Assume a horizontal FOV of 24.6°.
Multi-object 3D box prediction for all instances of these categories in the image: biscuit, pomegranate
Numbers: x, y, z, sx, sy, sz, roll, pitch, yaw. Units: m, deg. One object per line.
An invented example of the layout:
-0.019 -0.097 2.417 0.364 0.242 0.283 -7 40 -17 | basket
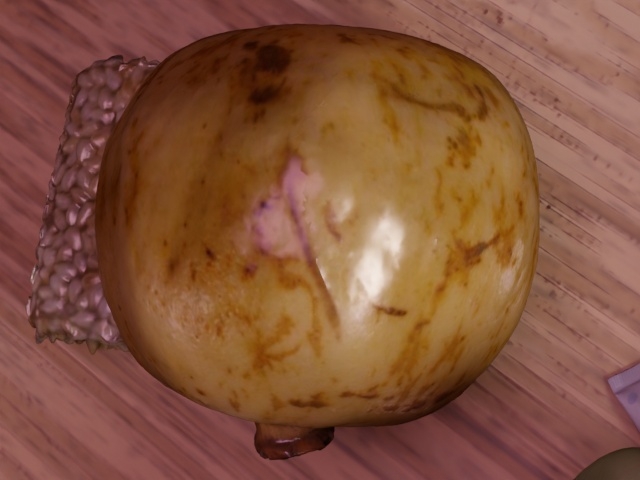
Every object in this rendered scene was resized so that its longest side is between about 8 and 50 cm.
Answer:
-0.108 -0.019 0.808 0.082 0.070 0.168 6 81 18 | biscuit
0.000 0.000 0.701 0.215 0.215 0.215 -4 80 21 | pomegranate

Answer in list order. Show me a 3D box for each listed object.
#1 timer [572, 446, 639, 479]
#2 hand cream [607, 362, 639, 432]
0.198 0.275 0.563 0.315 0.291 0.290 26 91 2 | timer
0.199 0.105 0.683 0.084 0.053 0.142 -30 62 15 | hand cream
